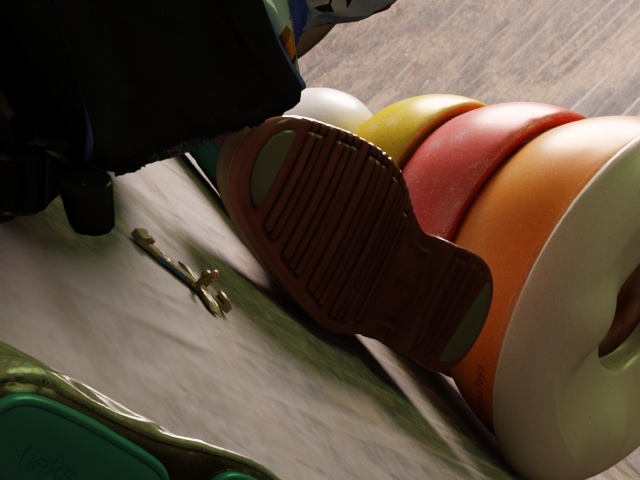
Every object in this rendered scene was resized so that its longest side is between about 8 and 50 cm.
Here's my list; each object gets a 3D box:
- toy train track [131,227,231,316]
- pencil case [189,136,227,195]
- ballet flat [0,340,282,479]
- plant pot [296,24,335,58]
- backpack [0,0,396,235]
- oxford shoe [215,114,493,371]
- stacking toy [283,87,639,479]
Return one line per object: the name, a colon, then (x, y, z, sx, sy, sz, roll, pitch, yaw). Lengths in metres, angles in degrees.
toy train track: (-0.073, 0.014, 1.073, 0.083, 0.014, 0.048, 41, 7, -43)
pencil case: (-0.074, -0.077, 1.495, 0.151, 0.064, 0.070, 50, 5, 32)
ballet flat: (-0.054, 0.071, 0.569, 0.168, 0.057, 0.052, 42, -3, -40)
plant pot: (-0.119, -0.178, 1.122, 0.256, 0.256, 0.274, 46, 23, -4)
backpack: (-0.099, -0.166, 0.830, 0.263, 0.213, 0.276, 18, -58, 66)
oxford shoe: (0.000, 0.000, 1.396, 0.130, 0.123, 0.348, 24, -12, 33)
stacking toy: (0.124, -0.029, 1.787, 0.480, 0.350, 0.350, 30, -4, 33)
